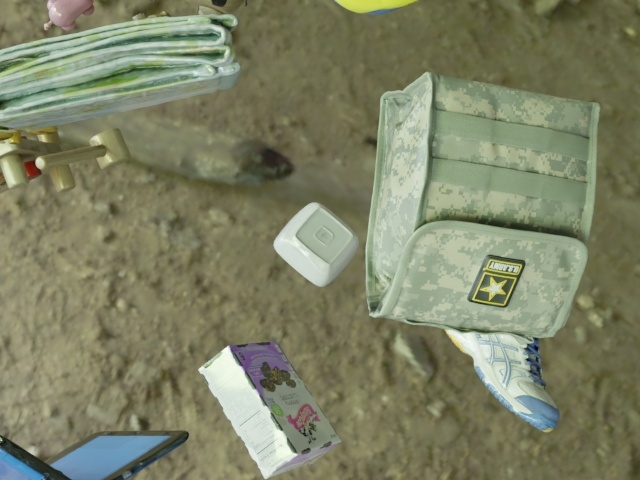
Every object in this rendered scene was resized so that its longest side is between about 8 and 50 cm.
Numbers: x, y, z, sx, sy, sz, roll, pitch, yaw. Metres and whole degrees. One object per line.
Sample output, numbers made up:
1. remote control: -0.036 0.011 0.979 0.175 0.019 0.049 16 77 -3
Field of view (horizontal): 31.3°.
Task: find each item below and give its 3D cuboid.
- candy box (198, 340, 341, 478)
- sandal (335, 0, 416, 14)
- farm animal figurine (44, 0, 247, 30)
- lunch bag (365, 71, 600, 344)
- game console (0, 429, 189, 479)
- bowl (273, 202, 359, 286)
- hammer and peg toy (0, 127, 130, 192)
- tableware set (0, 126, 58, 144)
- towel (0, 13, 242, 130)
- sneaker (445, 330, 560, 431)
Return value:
1. candy box: -0.075 0.256 1.757 0.196 0.070 0.165 56 19 16
2. sandal: 0.095 -0.329 0.967 0.126 0.317 0.138 33 -6 -20
3. farm animal figurine: -0.251 -0.392 1.736 0.326 0.330 0.172 -4 5 -18
4. lunch bag: 0.186 -0.029 1.334 0.235 0.169 0.287 8 83 -19
5. game console: -0.377 0.277 1.589 0.250 0.293 0.173 41 59 -26
6. bowl: 0.000 0.000 2.202 0.142 0.053 0.142 41 59 1
7. hammer and peg toy: -0.535 -0.137 1.989 0.266 0.361 0.127 -4 73 -76
8. tableware set: -0.453 -0.174 1.730 0.104 0.154 0.024 0 80 -32
9. towel: -0.265 -0.217 1.477 0.320 0.090 0.374 -11 4 -6
10. sneaker: 0.325 0.188 1.940 0.112 0.131 0.296 33 16 -50
